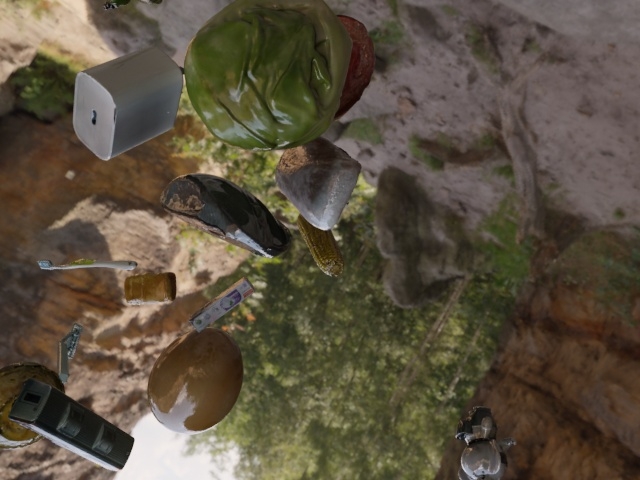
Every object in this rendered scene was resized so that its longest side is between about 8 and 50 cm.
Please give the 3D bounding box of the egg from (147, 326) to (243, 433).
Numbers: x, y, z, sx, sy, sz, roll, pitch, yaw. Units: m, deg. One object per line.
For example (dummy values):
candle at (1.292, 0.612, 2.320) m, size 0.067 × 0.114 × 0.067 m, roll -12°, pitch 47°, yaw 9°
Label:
egg at (-0.410, 0.466, 2.222) m, size 0.301 × 0.374 × 0.301 m, roll 36°, pitch -169°, yaw -8°

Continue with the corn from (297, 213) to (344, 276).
corn at (0.000, 0.000, 1.732) m, size 0.080 × 0.080 × 0.231 m, roll 37°, pitch -162°, yaw -41°

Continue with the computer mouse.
computer mouse at (-0.192, -0.064, 1.342) m, size 0.203 × 0.114 × 0.374 m, roll 33°, pitch 172°, yaw -41°

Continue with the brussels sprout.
brussels sprout at (-0.093, -0.311, 1.259) m, size 0.328 × 0.328 × 0.247 m, roll 33°, pitch 173°, yaw -20°

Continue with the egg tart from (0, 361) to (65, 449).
egg tart at (-0.665, 0.377, 1.486) m, size 0.090 × 0.213 × 0.212 m, roll 22°, pitch 169°, yaw 47°

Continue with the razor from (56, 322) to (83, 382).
razor at (-0.749, 0.340, 1.948) m, size 0.056 × 0.111 × 0.278 m, roll 19°, pitch -171°, yaw -18°

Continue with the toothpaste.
toothpaste at (-0.271, 0.175, 1.829) m, size 0.047 × 0.196 × 0.040 m, roll 53°, pitch -178°, yaw -15°

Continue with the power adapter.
power adapter at (-0.387, -0.306, 1.421) m, size 0.124 × 0.255 × 0.187 m, roll 40°, pitch 138°, yaw 11°

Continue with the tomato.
tomato at (-0.006, -0.410, 1.675) m, size 0.309 × 0.309 × 0.170 m, roll 30°, pitch 174°, yaw 5°

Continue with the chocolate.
chocolate at (-0.024, -0.150, 1.570) m, size 0.100 × 0.185 × 0.303 m, roll 19°, pitch -166°, yaw -33°

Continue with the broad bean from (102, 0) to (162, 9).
broad bean at (-0.389, -0.524, 1.416) m, size 0.046 × 0.061 × 0.195 m, roll 53°, pitch -149°, yaw -7°

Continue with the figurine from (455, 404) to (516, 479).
figurine at (0.366, 0.472, 1.489) m, size 0.126 × 0.192 × 0.147 m, roll 16°, pitch 143°, yaw -12°

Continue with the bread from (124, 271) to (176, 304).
bread at (-0.389, 0.109, 1.522) m, size 0.132 × 0.074 × 0.053 m, roll -4°, pitch 178°, yaw 26°

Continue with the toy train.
toy train at (-0.512, 0.419, 1.448) m, size 0.089 × 0.086 × 0.409 m, roll 8°, pitch 150°, yaw 22°

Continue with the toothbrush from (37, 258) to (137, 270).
toothbrush at (-0.492, 0.052, 1.402) m, size 0.262 × 0.022 × 0.026 m, roll 1°, pitch 133°, yaw 22°
